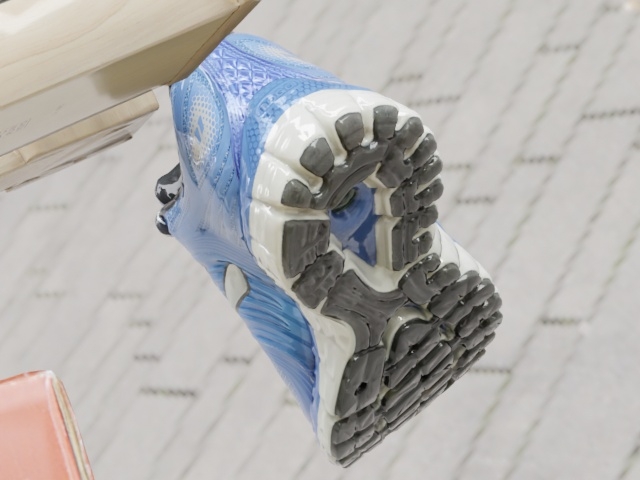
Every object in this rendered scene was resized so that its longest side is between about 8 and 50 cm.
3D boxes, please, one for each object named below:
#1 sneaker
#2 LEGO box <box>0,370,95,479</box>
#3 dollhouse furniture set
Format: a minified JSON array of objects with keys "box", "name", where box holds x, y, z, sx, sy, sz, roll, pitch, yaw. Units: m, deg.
[{"box":[0.000,0.000,1.040,0.130,0.330,0.147,-37,57,-15],"name":"sneaker"},{"box":[-0.255,0.224,0.684,0.373,0.193,0.500,-16,-10,-15],"name":"LEGO box"},{"box":[-0.200,-0.169,0.808,0.198,0.303,0.286,-25,-2,-20],"name":"dollhouse furniture set"}]
